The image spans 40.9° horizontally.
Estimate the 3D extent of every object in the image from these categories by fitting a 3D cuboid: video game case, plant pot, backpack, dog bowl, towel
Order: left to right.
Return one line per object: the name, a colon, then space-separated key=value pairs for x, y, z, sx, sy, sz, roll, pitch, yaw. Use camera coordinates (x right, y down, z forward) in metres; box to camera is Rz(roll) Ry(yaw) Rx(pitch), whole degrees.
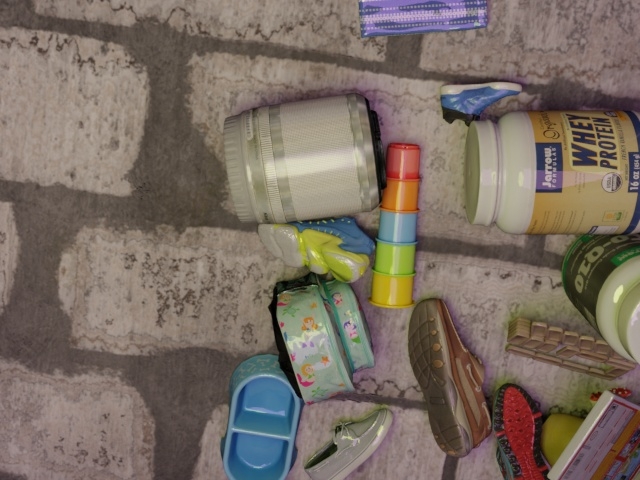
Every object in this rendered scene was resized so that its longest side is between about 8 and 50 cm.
dog bowl: x=-0.120 y=0.385 z=1.775 sx=0.166 sy=0.074 sz=0.297 roll=10 pitch=103 yaw=-1
backpack: x=-0.001 y=0.186 z=1.634 sx=0.191 sy=0.253 sz=0.225 roll=-16 pitch=102 yaw=5
towel: x=0.184 y=-0.549 z=1.568 sx=0.243 sy=0.040 sz=0.335 roll=-3 pitch=103 yaw=2
plant pot: x=0.498 y=0.407 z=1.753 sx=0.095 sy=0.134 sz=0.134 roll=36 pitch=103 yaw=26
video game case: x=0.580 y=0.412 z=1.705 sx=0.285 sy=0.025 sz=0.204 roll=26 pitch=99 yaw=-42

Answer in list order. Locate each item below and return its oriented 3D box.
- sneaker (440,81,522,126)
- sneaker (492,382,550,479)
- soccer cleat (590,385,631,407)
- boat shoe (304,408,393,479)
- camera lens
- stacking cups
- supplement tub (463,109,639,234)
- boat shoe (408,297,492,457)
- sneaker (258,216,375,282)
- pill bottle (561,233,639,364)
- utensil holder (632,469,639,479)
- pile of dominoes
sneaker: x=0.304 y=-0.255 z=1.624 sx=0.152 sy=0.058 sz=0.084 roll=-2 pitch=98 yaw=6
sneaker: x=0.389 y=0.419 z=1.752 sx=0.104 sy=0.125 sz=0.261 roll=-11 pitch=90 yaw=-15
soccer cleat: x=0.600 y=0.326 z=1.775 sx=0.083 sy=0.029 sz=0.035 roll=-14 pitch=112 yaw=7
boat shoe: x=0.054 y=0.421 z=1.778 sx=0.081 sy=0.079 sz=0.227 roll=39 pitch=104 yaw=-12
camera lens: x=-0.024 y=-0.148 z=1.573 sx=0.274 sy=0.219 sz=0.219 roll=-8 pitch=103 yaw=2
stacking cups: x=0.143 y=-0.031 z=1.670 sx=0.096 sy=0.096 sz=0.316 roll=1 pitch=100 yaw=1
supplement tub: x=0.432 y=-0.123 z=1.568 sx=0.316 sy=0.228 sz=0.228 roll=0 pitch=103 yaw=1
boat shoe: x=0.266 y=0.268 z=1.733 sx=0.116 sy=0.123 sz=0.324 roll=-16 pitch=96 yaw=-30
sneaker: x=0.000 y=0.000 z=1.681 sx=0.240 sy=0.126 sz=0.091 roll=25 pitch=137 yaw=23
pill bottle: x=0.579 y=0.101 z=1.550 sx=0.204 sy=0.361 sz=0.204 roll=0 pitch=103 yaw=0
utensil holder: x=0.780 y=0.615 z=1.657 sx=0.328 sy=0.385 sz=0.327 roll=0 pitch=103 yaw=0
pile of dominoes: x=0.499 y=0.205 z=1.687 sx=0.251 sy=0.196 sz=0.040 roll=15 pitch=67 yaw=-3
